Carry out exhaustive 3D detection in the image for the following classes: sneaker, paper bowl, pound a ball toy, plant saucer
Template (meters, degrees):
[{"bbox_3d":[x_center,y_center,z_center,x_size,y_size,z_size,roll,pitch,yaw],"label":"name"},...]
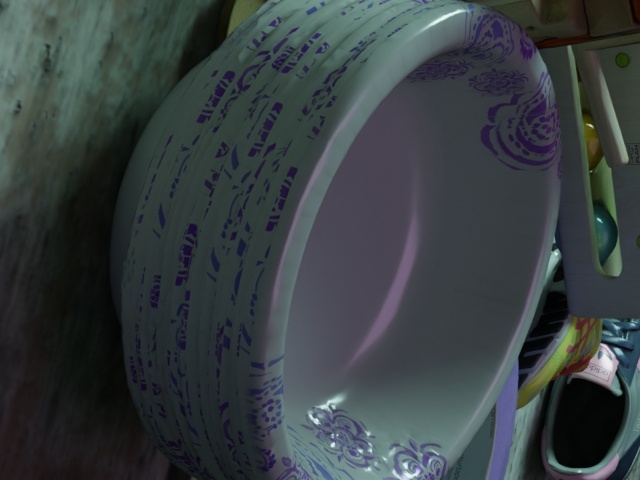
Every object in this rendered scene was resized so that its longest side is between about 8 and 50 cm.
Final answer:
[{"bbox_3d":[0.295,0.100,1.645,0.131,0.112,0.319,14,88,-68],"label":"sneaker"},{"bbox_3d":[0.204,0.088,1.448,0.208,0.081,0.094,-51,122,-43],"label":"sneaker"},{"bbox_3d":[0.000,0.000,0.890,0.284,0.148,0.284,-32,131,-44],"label":"paper bowl"},{"bbox_3d":[0.218,-0.097,1.338,0.208,0.136,0.319,-22,106,-51],"label":"pound a ball toy"},{"bbox_3d":[-0.038,-0.115,0.937,0.083,0.015,0.083,-41,137,-53],"label":"plant saucer"}]

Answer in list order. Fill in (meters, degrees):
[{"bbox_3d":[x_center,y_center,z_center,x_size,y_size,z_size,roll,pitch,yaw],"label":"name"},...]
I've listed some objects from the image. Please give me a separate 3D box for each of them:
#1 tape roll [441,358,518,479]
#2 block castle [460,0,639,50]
[{"bbox_3d":[0.049,0.159,1.175,0.275,0.090,0.275,-40,136,-54],"label":"tape roll"},{"bbox_3d":[0.230,-0.282,1.028,0.453,0.213,0.303,-14,97,-61],"label":"block castle"}]
